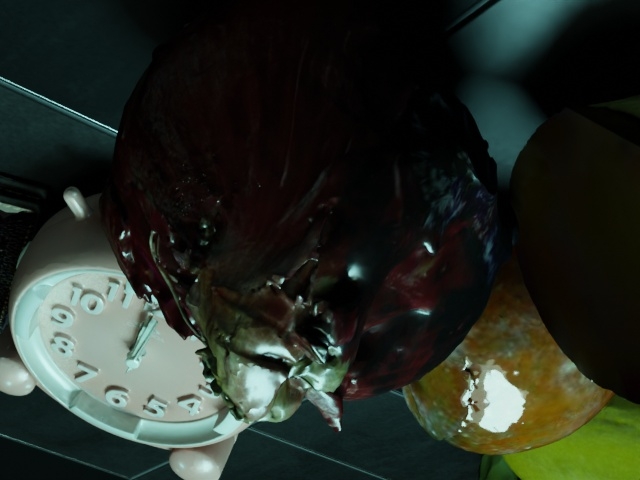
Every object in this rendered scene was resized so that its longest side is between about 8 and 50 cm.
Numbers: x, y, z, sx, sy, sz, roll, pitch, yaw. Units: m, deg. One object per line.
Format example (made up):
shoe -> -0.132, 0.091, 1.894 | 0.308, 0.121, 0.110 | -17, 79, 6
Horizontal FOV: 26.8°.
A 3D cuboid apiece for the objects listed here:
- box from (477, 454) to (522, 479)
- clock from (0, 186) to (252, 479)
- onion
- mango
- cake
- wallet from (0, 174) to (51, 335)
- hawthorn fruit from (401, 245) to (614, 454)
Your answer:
box -> 0.350, 0.394, 1.275 | 0.420, 0.373, 0.138 | 11, 150, -4
clock -> -0.125, 0.050, 1.053 | 0.227, 0.142, 0.241 | 26, 139, -4
onion -> 0.000, -0.014, 0.802 | 0.221, 0.281, 0.281 | -19, 143, 17
mango -> 0.323, 0.197, 1.180 | 0.332, 0.142, 0.195 | 1, 139, 29
cake -> 0.237, -0.010, 0.812 | 0.178, 0.185, 0.207 | -21, 156, -21
wallet -> -0.352, 0.010, 1.111 | 0.221, 0.071, 0.262 | 17, 143, -12
hawthorn fruit -> 0.138, 0.069, 0.980 | 0.173, 0.173, 0.173 | 7, 151, 4
